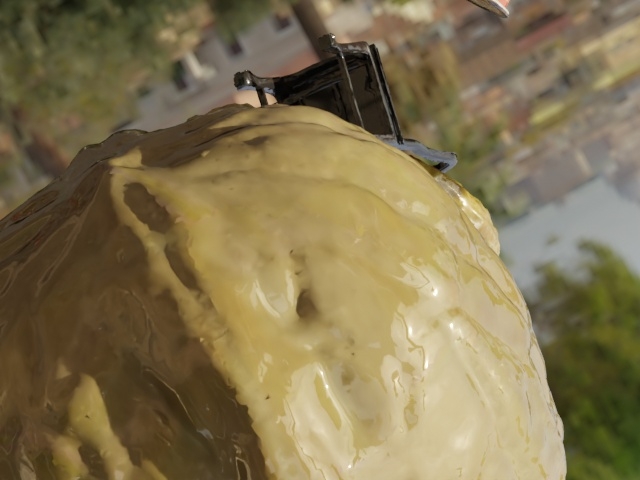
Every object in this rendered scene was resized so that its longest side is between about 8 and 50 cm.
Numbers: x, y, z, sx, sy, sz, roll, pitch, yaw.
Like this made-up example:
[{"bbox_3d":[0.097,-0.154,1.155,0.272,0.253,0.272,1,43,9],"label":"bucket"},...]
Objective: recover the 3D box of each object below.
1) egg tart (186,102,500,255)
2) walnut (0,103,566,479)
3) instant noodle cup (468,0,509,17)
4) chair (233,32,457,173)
[{"bbox_3d":[0.000,0.000,1.524,0.123,0.294,0.294,-69,-168,-17],"label":"egg tart"},{"bbox_3d":[-0.025,0.070,0.715,0.225,0.261,0.225,-15,-143,12],"label":"walnut"},{"bbox_3d":[0.122,-0.321,1.732,0.174,0.213,0.213,-57,175,4],"label":"instant noodle cup"},{"bbox_3d":[0.030,-0.110,1.823,0.106,0.113,0.229,-20,170,25],"label":"chair"}]
